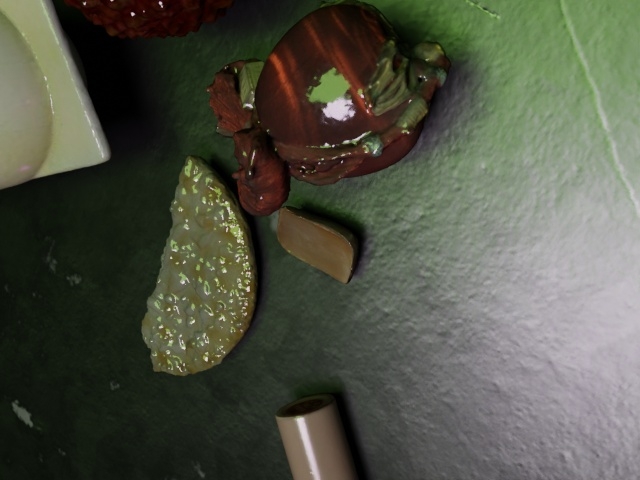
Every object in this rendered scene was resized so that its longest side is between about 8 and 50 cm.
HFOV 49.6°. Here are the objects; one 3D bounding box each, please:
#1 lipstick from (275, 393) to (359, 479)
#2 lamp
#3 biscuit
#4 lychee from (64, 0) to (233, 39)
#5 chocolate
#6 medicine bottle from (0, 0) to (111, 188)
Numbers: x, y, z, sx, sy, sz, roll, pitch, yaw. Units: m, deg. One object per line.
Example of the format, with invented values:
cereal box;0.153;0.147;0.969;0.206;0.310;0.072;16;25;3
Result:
lipstick;0.018;0.303;0.766;0.070;0.070;0.254;-14;93;31
lamp;-0.001;-0.136;0.630;0.223;0.215;0.151;-14;130;1
biscuit;-0.135;0.055;0.818;0.141;0.038;0.289;29;115;20
lychee;-0.157;-0.329;0.623;0.264;0.264;0.300;29;132;22
chocolate;0.000;0.000;0.733;0.101;0.031;0.064;25;130;27
medicine bottle;-0.429;-0.170;0.819;0.406;0.236;0.235;-6;98;31
